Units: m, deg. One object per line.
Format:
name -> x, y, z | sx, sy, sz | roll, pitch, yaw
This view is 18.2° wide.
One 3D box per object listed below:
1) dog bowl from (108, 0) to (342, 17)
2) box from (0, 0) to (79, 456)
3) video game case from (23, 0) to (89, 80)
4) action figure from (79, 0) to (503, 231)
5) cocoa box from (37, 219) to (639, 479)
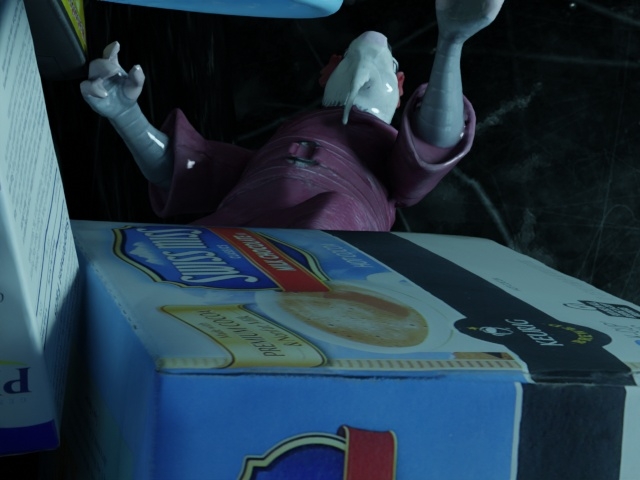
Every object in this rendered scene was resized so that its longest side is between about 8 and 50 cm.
dog bowl -> -0.088, -0.124, 0.652 | 0.297, 0.166, 0.074 | 4, 94, -62
box -> -0.138, -0.008, 0.741 | 0.126, 0.072, 0.137 | -94, 176, -60
video game case -> -0.171, -0.247, 1.092 | 0.275, 0.035, 0.248 | 79, 5, -76
action figure -> 0.000, 0.000, 1.181 | 0.370, 0.248, 0.275 | -57, 136, -53
cocoa box -> 0.007, 0.127, 0.830 | 0.347, 0.228, 0.231 | -145, -121, -75
